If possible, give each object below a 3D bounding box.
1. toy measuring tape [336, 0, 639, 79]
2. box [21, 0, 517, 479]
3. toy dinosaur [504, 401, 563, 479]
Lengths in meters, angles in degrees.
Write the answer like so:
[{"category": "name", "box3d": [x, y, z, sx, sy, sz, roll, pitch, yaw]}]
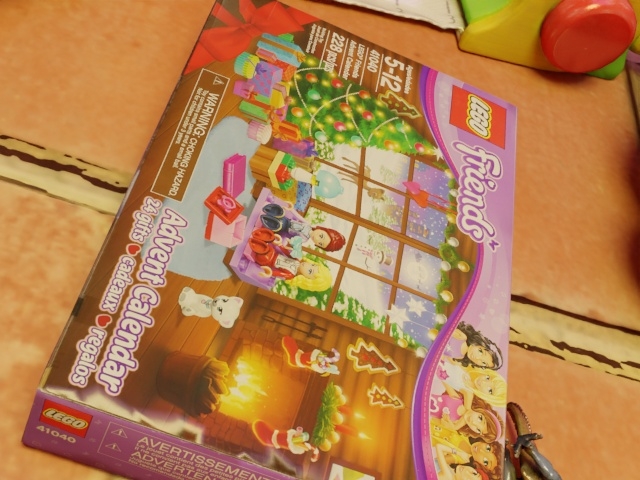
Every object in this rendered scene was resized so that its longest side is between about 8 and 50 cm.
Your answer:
[{"category": "toy measuring tape", "box3d": [0.135, -0.197, 0.635, 0.330, 0.121, 0.121, 9, 52, -20]}, {"category": "box", "box3d": [0.000, 0.000, 0.453, 0.200, 0.057, 0.293, 22, 48, -10]}, {"category": "toy dinosaur", "box3d": [0.118, 0.130, 0.424, 0.082, 0.047, 0.090, 52, 37, -6]}]
